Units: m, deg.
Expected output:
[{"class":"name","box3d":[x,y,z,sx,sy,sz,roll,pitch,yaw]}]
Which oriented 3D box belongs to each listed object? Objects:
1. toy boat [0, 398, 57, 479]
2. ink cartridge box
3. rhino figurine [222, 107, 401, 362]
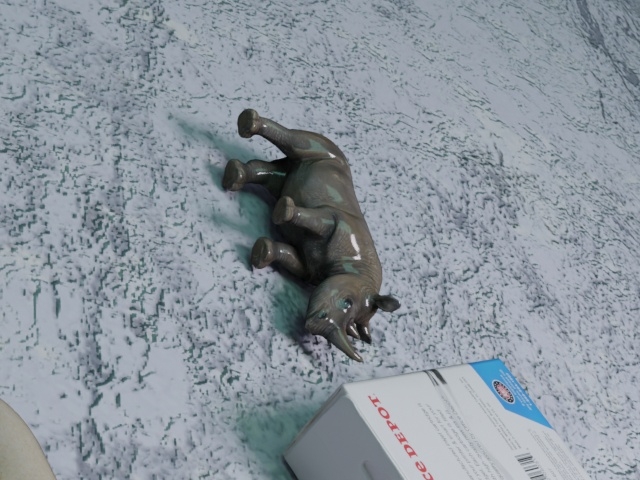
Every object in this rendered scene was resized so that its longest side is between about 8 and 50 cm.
[{"class":"toy boat","box3d":[-0.201,0.188,0.914,0.151,0.151,0.231,-20,61,-24]},{"class":"ink cartridge box","box3d":[0.093,0.175,1.283,0.203,0.086,0.148,-4,51,-49]},{"class":"rhino figurine","box3d":[0.000,0.000,1.423,0.106,0.073,0.243,12,42,-35]}]
